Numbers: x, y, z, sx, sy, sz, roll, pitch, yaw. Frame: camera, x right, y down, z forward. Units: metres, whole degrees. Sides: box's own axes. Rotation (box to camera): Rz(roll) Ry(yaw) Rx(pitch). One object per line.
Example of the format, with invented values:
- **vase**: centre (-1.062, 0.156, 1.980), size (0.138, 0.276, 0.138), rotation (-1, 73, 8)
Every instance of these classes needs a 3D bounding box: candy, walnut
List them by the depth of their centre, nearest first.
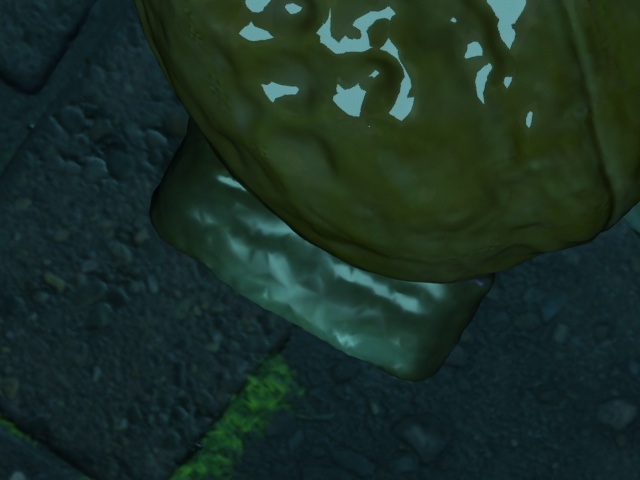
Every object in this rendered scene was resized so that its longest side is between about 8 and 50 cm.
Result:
- **walnut**: centre (0.072, -0.171, 1.011), size (0.354, 0.308, 0.397), rotation (-22, 109, 3)
- **candy**: centre (0.000, 0.000, 1.226), size (0.234, 0.102, 0.104), rotation (27, 118, -6)

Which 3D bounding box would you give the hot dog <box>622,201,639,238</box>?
- **hot dog**: centre (0.301, -0.020, 1.176), size (0.163, 0.082, 0.270), rotation (-38, 108, 25)
